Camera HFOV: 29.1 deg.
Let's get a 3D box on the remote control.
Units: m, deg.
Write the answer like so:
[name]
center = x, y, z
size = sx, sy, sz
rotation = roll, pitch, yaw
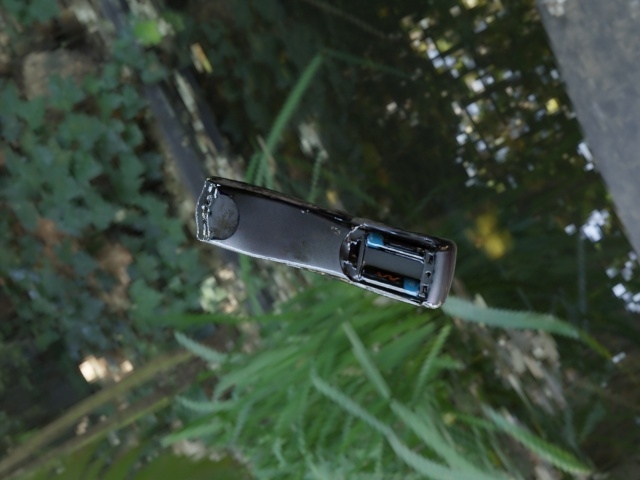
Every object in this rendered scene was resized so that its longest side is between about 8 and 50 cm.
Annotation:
[remote control]
center = 0.000, 0.000, 0.940
size = 0.212, 0.028, 0.059
rotation = 15, 109, 20
